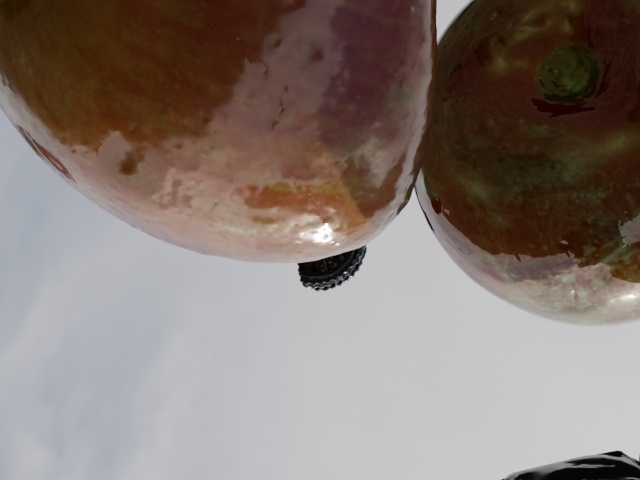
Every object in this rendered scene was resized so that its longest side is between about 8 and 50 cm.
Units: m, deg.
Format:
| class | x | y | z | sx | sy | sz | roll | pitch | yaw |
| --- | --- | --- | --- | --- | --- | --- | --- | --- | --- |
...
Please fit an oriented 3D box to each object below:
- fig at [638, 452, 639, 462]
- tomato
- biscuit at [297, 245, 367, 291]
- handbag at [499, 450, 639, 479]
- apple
| class | x | y | z | sx | sy | sz | roll | pitch | yaw |
| --- | --- | --- | --- | --- | --- | --- | --- | --- | --- |
| fig | 0.311 | 0.107 | 1.100 | 0.245 | 0.149 | 0.149 | -54 | -149 | 9 |
| tomato | 0.201 | -0.065 | 1.250 | 0.270 | 0.222 | 0.270 | -13 | -128 | 18 |
| biscuit | 0.000 | 0.000 | 1.573 | 0.089 | 0.087 | 0.027 | -59 | 169 | -7 |
| handbag | 0.175 | 0.225 | 0.982 | 0.155 | 0.169 | 0.215 | -9 | -174 | -6 |
| apple | -0.070 | -0.138 | 0.984 | 0.301 | 0.301 | 0.301 | -34 | -143 | 30 |
